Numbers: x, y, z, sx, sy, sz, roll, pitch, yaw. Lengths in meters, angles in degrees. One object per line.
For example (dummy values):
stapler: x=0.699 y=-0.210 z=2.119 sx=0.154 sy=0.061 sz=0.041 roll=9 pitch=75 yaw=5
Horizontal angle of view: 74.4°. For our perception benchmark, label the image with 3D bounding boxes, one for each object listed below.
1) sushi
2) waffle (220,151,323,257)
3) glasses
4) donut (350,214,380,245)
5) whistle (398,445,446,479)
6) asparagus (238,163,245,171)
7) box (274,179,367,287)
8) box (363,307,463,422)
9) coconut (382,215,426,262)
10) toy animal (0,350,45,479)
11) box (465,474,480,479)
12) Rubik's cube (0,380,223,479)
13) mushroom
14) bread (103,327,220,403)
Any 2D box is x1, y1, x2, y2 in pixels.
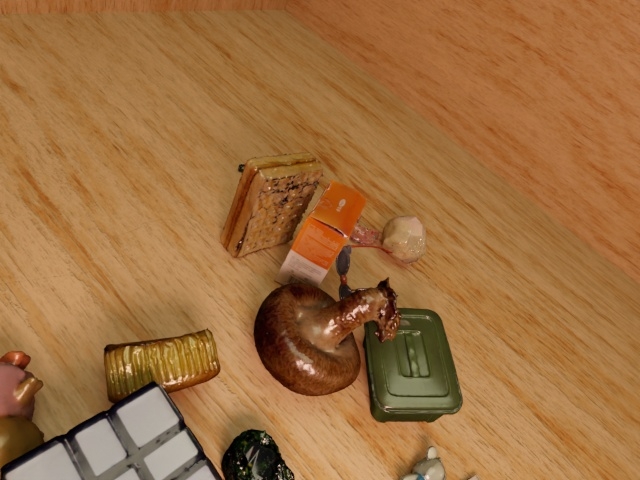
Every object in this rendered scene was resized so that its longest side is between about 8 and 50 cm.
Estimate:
sushi: x=-0.137 y=0.548 z=0.955 sx=0.124 sy=0.127 sz=0.225 roll=-13 pitch=59 yaw=-36
waffle: x=-0.159 y=-0.113 z=1.381 sx=0.261 sy=0.376 sz=0.114 roll=-14 pitch=57 yaw=-38
glasses: x=0.182 y=0.123 z=1.475 sx=0.269 sy=0.118 sz=0.233 roll=-5 pitch=85 yaw=-29
donut: x=0.158 y=-0.042 z=1.709 sx=0.166 sy=0.065 sz=0.117 roll=35 pitch=43 yaw=8
whistle: x=0.247 y=0.649 z=1.104 sx=0.236 sy=0.077 sz=0.113 roll=-26 pitch=98 yaw=-35
asparagus: x=-0.256 y=-0.280 z=1.737 sx=0.165 sy=0.030 sz=0.036 roll=15 pitch=21 yaw=-13
box: x=0.000 y=0.000 z=1.381 sx=0.144 sy=0.341 sz=0.224 roll=30 pitch=43 yaw=-1
box: x=0.253 y=0.376 z=1.263 sx=0.253 sy=0.177 sz=0.328 roll=2 pitch=50 yaw=-4
coconut: x=0.336 y=-0.015 z=1.693 sx=0.195 sy=0.194 sz=0.194 roll=15 pitch=45 yaw=-15
toy animal: x=-0.638 y=0.368 z=0.833 sx=0.196 sy=0.169 sz=0.281 roll=-33 pitch=69 yaw=2
box: x=0.384 y=0.726 z=1.134 sx=0.199 sy=0.029 sz=0.109 roll=-8 pitch=55 yaw=-32
Rubik's cube: x=-0.368 y=0.490 z=0.775 sx=0.293 sy=0.288 sz=0.284 roll=45 pitch=46 yaw=19
mushroom: x=0.006 y=0.254 z=1.157 sx=0.334 sy=0.356 sz=0.330 roll=22 pitch=54 yaw=-32
bread: x=-0.373 y=0.294 z=1.001 sx=0.254 sy=0.227 sz=0.142 roll=-1 pitch=71 yaw=-34
